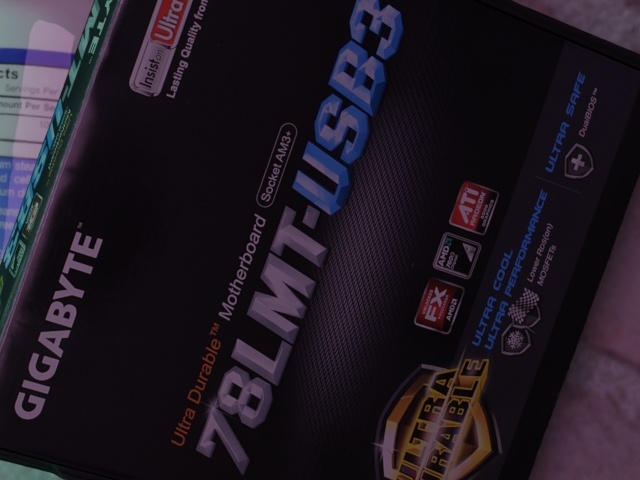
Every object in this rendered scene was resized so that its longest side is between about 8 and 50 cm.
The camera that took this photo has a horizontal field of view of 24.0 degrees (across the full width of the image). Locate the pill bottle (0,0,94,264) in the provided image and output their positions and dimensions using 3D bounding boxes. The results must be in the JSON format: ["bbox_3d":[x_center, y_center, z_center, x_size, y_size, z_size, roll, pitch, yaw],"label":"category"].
[{"bbox_3d":[-0.140,-0.055,0.847,0.152,0.152,0.272,4,87,16],"label":"pill bottle"}]

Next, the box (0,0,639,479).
[{"bbox_3d":[0.000,0.000,0.767,0.293,0.073,0.295,19,93,-23],"label":"box"}]
